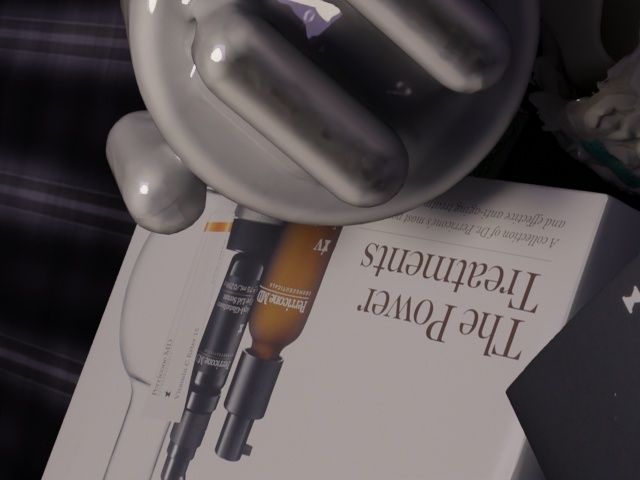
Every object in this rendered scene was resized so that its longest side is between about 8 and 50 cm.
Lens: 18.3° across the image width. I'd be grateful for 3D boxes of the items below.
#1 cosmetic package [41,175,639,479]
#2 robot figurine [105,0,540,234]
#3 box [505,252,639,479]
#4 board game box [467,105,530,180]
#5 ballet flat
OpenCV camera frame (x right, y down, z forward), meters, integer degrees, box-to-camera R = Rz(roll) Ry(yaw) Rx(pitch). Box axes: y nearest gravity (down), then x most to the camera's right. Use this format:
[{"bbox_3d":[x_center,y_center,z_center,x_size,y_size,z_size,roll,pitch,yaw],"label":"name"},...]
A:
[{"bbox_3d":[0.005,0.100,1.100,0.377,0.097,0.284,10,79,50],"label":"cosmetic package"},{"bbox_3d":[-0.004,-0.131,1.042,0.300,0.200,0.353,-45,17,6],"label":"robot figurine"},{"bbox_3d":[0.208,0.101,0.864,0.108,0.207,0.153,-50,46,33],"label":"box"},{"bbox_3d":[0.000,0.000,1.288,0.193,0.053,0.305,48,119,45],"label":"board game box"},{"bbox_3d":[0.164,-0.225,1.064,0.147,0.147,0.409,-20,65,49],"label":"ballet flat"}]
